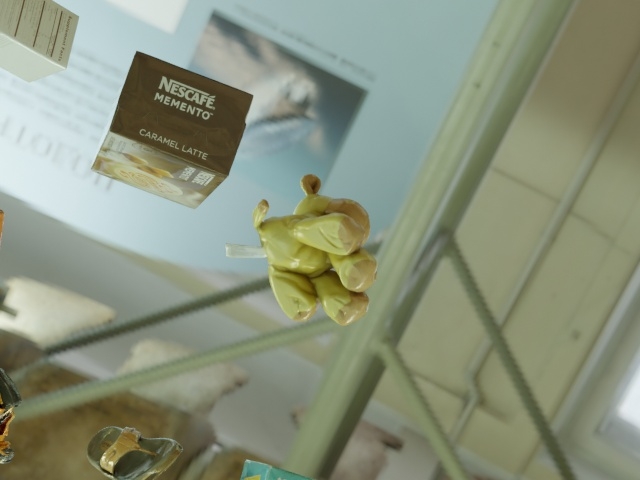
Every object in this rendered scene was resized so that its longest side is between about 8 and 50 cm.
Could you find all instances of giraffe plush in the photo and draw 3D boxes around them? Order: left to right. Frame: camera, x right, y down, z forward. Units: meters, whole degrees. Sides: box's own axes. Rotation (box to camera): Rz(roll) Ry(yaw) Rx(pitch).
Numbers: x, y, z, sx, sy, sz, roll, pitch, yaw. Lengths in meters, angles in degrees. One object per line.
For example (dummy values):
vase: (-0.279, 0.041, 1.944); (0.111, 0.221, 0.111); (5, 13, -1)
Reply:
giraffe plush: (0.000, 0.000, 1.993); (0.210, 0.181, 0.170); (20, -149, 16)

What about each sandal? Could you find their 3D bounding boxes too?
sandal: (-0.223, 0.237, 1.632); (0.180, 0.072, 0.049); (6, 140, 55)

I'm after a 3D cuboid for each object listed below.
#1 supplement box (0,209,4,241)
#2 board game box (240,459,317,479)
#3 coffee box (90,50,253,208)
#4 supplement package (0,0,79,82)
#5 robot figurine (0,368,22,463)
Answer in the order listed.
supplement box: (-0.539, 0.006, 1.949); (0.080, 0.078, 0.233); (27, -151, 26)
board game box: (0.047, 0.400, 1.496); (0.336, 0.253, 0.079); (21, 168, -20)
coffee box: (-0.173, -0.119, 1.637); (0.141, 0.098, 0.246); (20, 169, -11)
supplement package: (-0.496, -0.345, 2.310); (0.105, 0.105, 0.179); (-12, 151, 41)
robot figurine: (-0.509, 0.209, 1.821); (0.291, 0.211, 0.085); (27, -165, 24)
